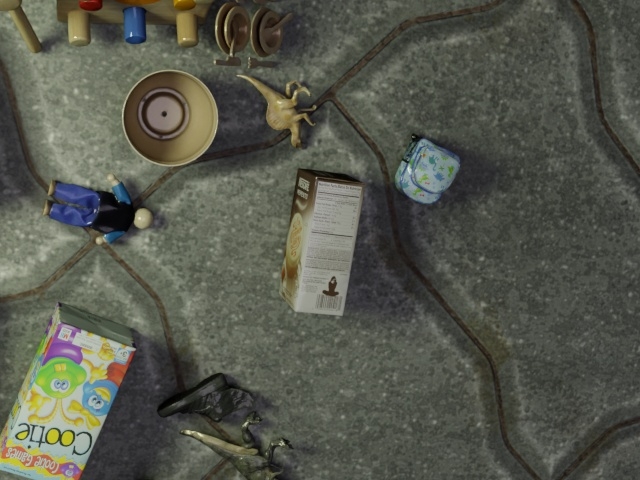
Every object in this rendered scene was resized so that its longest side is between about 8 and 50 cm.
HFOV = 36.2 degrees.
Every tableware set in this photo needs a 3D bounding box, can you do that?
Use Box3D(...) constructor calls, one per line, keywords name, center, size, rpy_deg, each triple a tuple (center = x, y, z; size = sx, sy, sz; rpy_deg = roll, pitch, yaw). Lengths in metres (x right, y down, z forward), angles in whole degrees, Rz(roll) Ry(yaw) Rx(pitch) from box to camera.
Box3D(name="tableware set", center=(-0.113, -0.359, 1.679), size=(0.039, 0.194, 0.128), rpy_deg=(10, 102, 27))

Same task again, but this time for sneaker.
Box3D(name="sneaker", center=(-0.215, 0.313, 1.848), size=(0.170, 0.051, 0.089), rpy_deg=(-29, 103, -12))

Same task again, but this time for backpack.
Box3D(name="backpack", center=(0.201, -0.128, 1.860), size=(0.105, 0.084, 0.114), rpy_deg=(26, 96, -17))

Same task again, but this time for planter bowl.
Box3D(name="planter bowl", center=(-0.265, -0.215, 1.692), size=(0.162, 0.109, 0.162), rpy_deg=(-3, 102, -15))

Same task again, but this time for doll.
Box3D(name="doll", center=(-0.386, -0.058, 1.723), size=(0.189, 0.046, 0.129), rpy_deg=(14, 98, -18))

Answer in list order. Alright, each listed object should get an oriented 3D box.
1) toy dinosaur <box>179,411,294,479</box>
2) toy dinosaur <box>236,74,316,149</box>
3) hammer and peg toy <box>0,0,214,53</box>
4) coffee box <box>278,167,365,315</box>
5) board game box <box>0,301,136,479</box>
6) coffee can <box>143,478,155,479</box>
Box3D(name="toy dinosaur", center=(-0.131, 0.407, 1.891), size=(0.268, 0.064, 0.118), rpy_deg=(39, 96, -17))
Box3D(name="toy dinosaur", center=(-0.065, -0.248, 1.774), size=(0.092, 0.053, 0.183), rpy_deg=(-39, 109, -4))
Box3D(name="hammer and peg toy", center=(-0.348, -0.406, 1.565), size=(0.361, 0.266, 0.127), rpy_deg=(-3, 80, -15))
Box3D(name="coffee box", center=(0.000, 0.000, 1.800), size=(0.098, 0.141, 0.247), rpy_deg=(7, 98, -17))
Box3D(name="board game box", center=(-0.448, 0.272, 1.723), size=(0.144, 0.142, 0.275), rpy_deg=(22, 94, -19))
Box3D(name="coffee can", center=(-0.287, 0.610, 1.811), size=(0.201, 0.201, 0.275), rpy_deg=(-40, 110, -5))
